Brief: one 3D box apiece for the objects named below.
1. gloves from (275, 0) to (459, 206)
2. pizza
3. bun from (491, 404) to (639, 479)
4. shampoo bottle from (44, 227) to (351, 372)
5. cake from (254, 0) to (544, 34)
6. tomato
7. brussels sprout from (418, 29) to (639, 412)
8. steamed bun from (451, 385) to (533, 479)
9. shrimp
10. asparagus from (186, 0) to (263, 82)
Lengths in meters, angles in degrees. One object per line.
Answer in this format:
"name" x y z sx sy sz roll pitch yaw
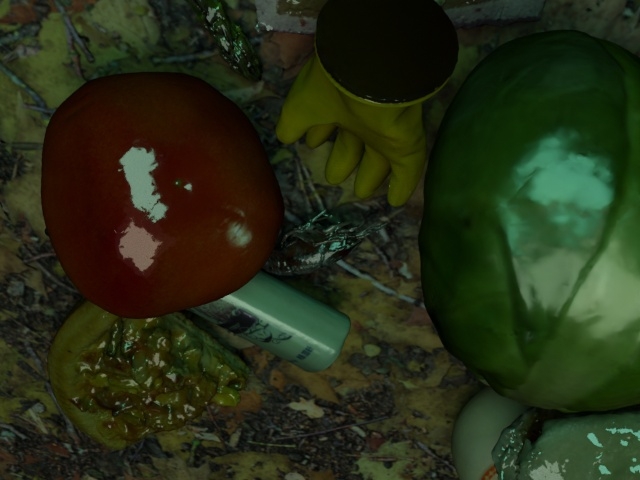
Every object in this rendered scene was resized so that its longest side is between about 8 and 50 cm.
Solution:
"gloves" 0.041 -0.111 0.928 0.133 0.116 0.294 50 163 12
"pizza" -0.265 0.175 1.246 0.268 0.087 0.258 -27 131 29
"bun" 0.326 0.267 1.023 0.282 0.281 0.204 -8 86 14
"shampoo bottle" -0.145 0.046 1.147 0.359 0.078 0.134 28 159 -14
"cake" 0.075 -0.257 0.892 0.295 0.112 0.116 0 136 -6
"tomato" -0.157 -0.050 0.982 0.260 0.180 0.259 -1 92 -19
"brussels sprout" 0.222 0.003 0.894 0.276 0.315 0.371 -6 120 -1
"steamed bun" 0.282 0.284 1.239 0.232 0.145 0.232 4 129 5
"shrimp" 0.000 0.000 1.112 0.165 0.065 0.056 -18 156 15
"asparagus" -0.107 -0.221 0.969 0.036 0.030 0.165 -35 117 3
